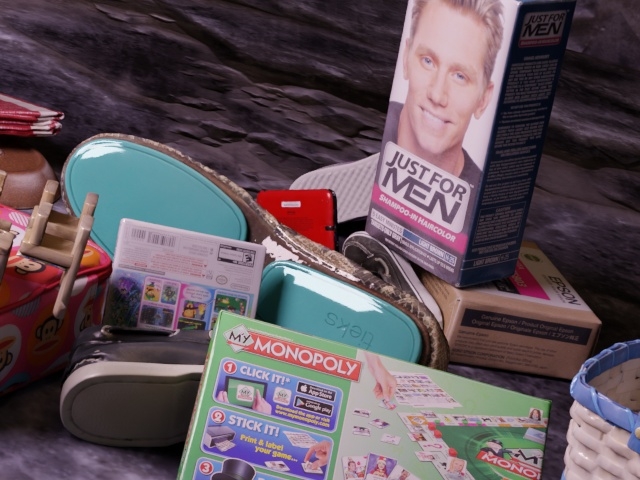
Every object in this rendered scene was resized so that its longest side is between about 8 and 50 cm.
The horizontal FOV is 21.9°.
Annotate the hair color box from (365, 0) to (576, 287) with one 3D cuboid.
[{"bbox_3d":[0.169,-0.140,1.928,0.105,0.347,0.174,-10,29,-40],"label":"hair color box"}]

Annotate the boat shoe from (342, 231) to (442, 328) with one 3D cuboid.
[{"bbox_3d":[0.069,0.052,1.984,0.070,0.078,0.219,6,25,-30],"label":"boat shoe"}]

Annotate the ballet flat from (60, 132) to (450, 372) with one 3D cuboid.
[{"bbox_3d":[-0.069,0.042,1.839,0.482,0.164,0.182,29,1,15],"label":"ballet flat"}]

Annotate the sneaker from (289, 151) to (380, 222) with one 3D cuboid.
[{"bbox_3d":[0.113,-0.075,2.198,0.282,0.102,0.161,-2,2,30],"label":"sneaker"}]

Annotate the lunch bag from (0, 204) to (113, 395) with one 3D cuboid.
[{"bbox_3d":[-0.371,0.050,1.590,0.258,0.120,0.293,22,23,23],"label":"lunch bag"}]

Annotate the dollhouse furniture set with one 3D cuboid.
[{"bbox_3d":[-0.320,0.031,1.408,0.212,0.161,0.242,17,15,-8],"label":"dollhouse furniture set"}]

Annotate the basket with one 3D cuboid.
[{"bbox_3d":[0.372,0.154,1.670,0.201,0.289,0.254,23,24,27],"label":"basket"}]

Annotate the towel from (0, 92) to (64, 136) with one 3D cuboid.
[{"bbox_3d":[-0.515,-0.167,2.057,0.329,0.037,0.237,0,13,-36],"label":"towel"}]

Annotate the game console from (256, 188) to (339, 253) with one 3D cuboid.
[{"bbox_3d":[0.000,0.000,1.937,0.085,0.124,0.144,-4,3,-39],"label":"game console"}]

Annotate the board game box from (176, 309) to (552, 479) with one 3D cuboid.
[{"bbox_3d":[0.038,0.202,1.457,0.317,0.046,0.213,16,58,-6],"label":"board game box"}]

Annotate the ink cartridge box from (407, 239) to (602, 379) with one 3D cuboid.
[{"bbox_3d":[0.209,0.071,2.037,0.193,0.088,0.235,8,22,-20],"label":"ink cartridge box"}]

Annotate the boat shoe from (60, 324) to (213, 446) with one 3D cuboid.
[{"bbox_3d":[-0.081,0.137,1.581,0.340,0.127,0.113,2,36,-14],"label":"boat shoe"}]

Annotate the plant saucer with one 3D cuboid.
[{"bbox_3d":[-0.412,-0.097,2.029,0.198,0.036,0.198,15,21,-6],"label":"plant saucer"}]

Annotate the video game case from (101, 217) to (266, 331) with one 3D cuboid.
[{"bbox_3d":[-0.142,0.061,1.710,0.157,0.143,0.019,11,-6,-17],"label":"video game case"}]
